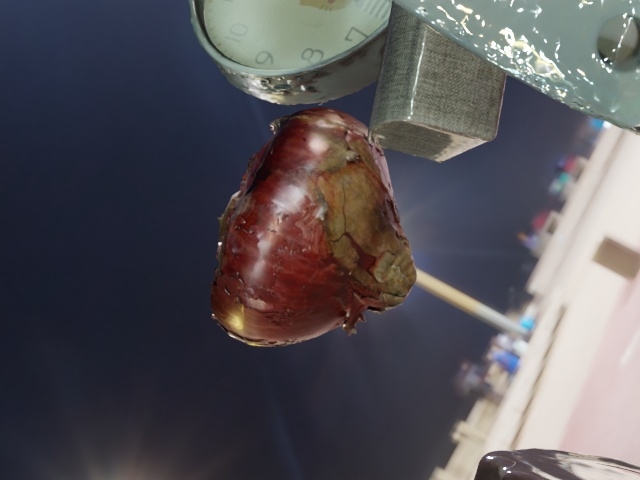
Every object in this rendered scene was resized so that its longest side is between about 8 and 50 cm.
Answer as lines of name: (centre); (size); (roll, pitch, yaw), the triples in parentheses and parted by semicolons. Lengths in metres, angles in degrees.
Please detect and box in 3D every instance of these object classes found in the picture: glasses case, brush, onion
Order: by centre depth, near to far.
brush: (-0.009, -0.102, 0.439); (0.060, 0.297, 0.068); (-18, -48, -80)
glasses case: (0.061, -0.140, 0.588); (0.071, 0.047, 0.205); (160, 121, -78)
onion: (0.000, 0.000, 0.983); (0.184, 0.147, 0.184); (-61, -5, -10)

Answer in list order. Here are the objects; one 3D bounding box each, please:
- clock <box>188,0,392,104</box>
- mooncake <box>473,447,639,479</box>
clock: (-0.002, -0.217, 1.138); (0.226, 0.226, 0.049); (-60, -33, -14)
mooncake: (0.289, 0.304, 1.334); (0.306, 0.306, 0.154); (-7, -72, -81)
